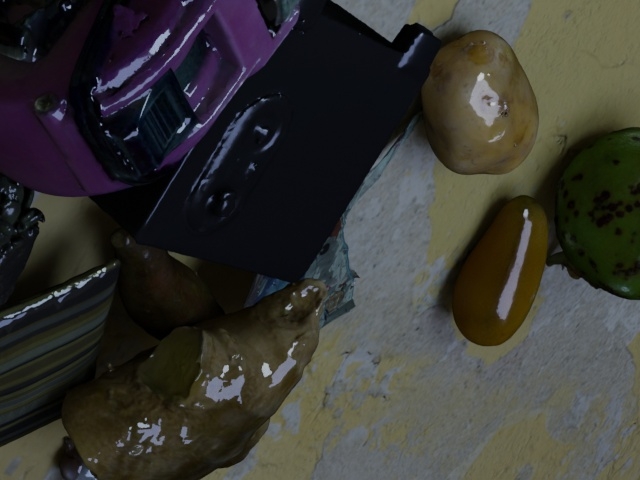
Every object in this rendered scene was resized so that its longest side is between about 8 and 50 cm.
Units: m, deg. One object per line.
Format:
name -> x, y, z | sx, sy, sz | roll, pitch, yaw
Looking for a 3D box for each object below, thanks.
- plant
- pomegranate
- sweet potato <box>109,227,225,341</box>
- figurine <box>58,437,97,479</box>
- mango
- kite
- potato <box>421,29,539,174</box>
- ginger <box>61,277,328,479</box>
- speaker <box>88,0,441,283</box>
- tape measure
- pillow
plant -> -0.273, -0.007, 1.487 | 0.092, 0.094, 0.143 | -36, 150, -42
pomegranate -> 0.362, -0.014, 2.158 | 0.211, 0.211, 0.263 | -21, 156, -38
sweet potato -> -0.149, 0.040, 1.699 | 0.077, 0.077, 0.243 | -46, 146, -9
figurine -> -0.222, 0.284, 1.833 | 0.260, 0.103, 0.205 | -25, 102, -33
mango -> 0.209, 0.033, 2.114 | 0.102, 0.085, 0.184 | 3, 108, -49
kite -> 0.001, 0.000, 1.825 | 0.368, 0.014, 0.406 | -52, 158, -21
potato -> 0.161, -0.135, 1.875 | 0.118, 0.109, 0.178 | -25, 137, -1
ginger -> -0.097, 0.140, 1.690 | 0.270, 0.123, 0.219 | -26, 152, 0
speaker -> -0.065, -0.123, 1.547 | 0.232, 0.184, 0.254 | 18, 108, -55
tape measure -> -0.165, -0.156, 1.358 | 0.245, 0.232, 0.149 | -58, 148, -23
pillow -> -0.277, 0.119, 1.617 | 0.208, 0.052, 0.212 | -25, 149, -34
